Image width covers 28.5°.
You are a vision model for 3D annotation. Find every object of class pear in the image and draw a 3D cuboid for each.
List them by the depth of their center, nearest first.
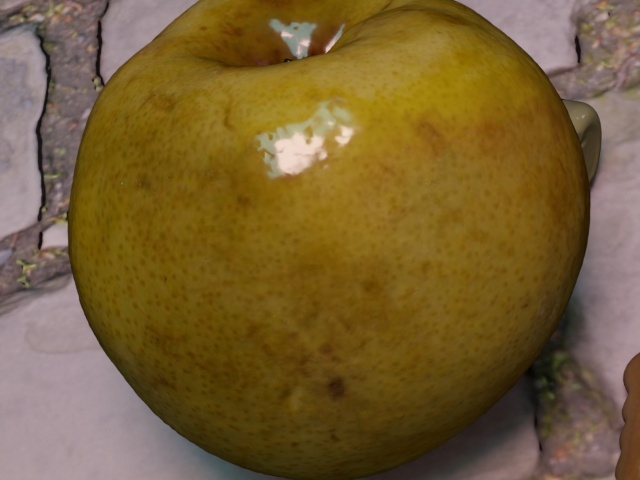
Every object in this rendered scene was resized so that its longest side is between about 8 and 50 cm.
[{"bbox_3d":[0.000,0.000,0.751,0.304,0.304,0.304,-9,55,14],"label":"pear"}]

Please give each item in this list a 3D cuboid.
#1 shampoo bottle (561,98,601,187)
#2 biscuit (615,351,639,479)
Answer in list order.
[{"bbox_3d":[0.109,-0.071,0.885,0.162,0.079,0.079,15,64,28],"label":"shampoo bottle"},{"bbox_3d":[0.249,0.205,0.672,0.217,0.044,0.325,4,59,24],"label":"biscuit"}]
